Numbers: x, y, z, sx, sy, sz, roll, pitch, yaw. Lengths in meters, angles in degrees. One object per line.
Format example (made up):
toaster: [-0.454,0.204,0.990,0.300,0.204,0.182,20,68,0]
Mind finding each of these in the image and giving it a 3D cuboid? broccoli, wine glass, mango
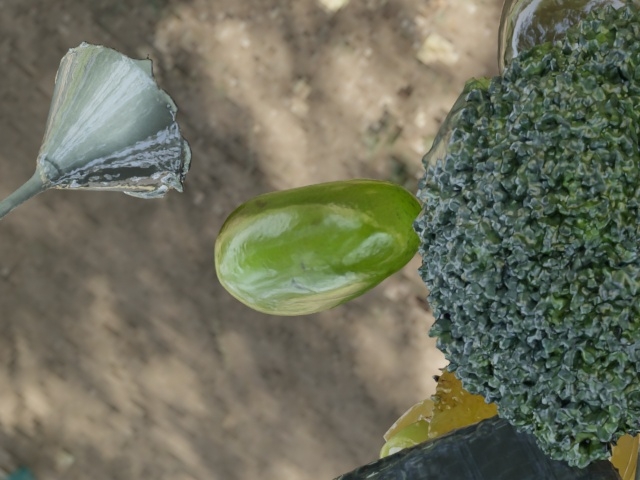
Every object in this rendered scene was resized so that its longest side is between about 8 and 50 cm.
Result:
broccoli: [0.148,0.002,0.966,0.198,0.176,0.226,8,137,43]
wine glass: [-0.233,-0.046,1.461,0.156,0.232,0.156,24,135,27]
mango: [-0.006,0.000,1.220,0.117,0.089,0.163,0,164,-28]

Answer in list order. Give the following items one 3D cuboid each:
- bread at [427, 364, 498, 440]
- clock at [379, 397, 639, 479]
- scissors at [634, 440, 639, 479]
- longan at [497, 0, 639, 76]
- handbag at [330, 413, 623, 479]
bread: [0.173,0.223,1.499,0.147,0.160,0.261,-3,136,19]
clock: [0.234,0.249,2.087,0.200,0.317,0.244,13,-144,-54]
scissors: [0.280,0.169,1.500,0.191,0.360,0.029,22,164,-27]
longan: [0.221,-0.133,1.240,0.204,0.185,0.159,18,167,-13]
handbag: [0.085,0.214,1.123,0.270,0.175,0.088,-24,147,15]
